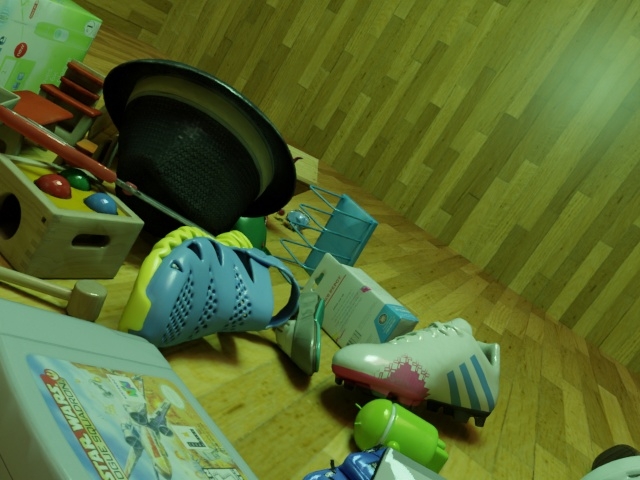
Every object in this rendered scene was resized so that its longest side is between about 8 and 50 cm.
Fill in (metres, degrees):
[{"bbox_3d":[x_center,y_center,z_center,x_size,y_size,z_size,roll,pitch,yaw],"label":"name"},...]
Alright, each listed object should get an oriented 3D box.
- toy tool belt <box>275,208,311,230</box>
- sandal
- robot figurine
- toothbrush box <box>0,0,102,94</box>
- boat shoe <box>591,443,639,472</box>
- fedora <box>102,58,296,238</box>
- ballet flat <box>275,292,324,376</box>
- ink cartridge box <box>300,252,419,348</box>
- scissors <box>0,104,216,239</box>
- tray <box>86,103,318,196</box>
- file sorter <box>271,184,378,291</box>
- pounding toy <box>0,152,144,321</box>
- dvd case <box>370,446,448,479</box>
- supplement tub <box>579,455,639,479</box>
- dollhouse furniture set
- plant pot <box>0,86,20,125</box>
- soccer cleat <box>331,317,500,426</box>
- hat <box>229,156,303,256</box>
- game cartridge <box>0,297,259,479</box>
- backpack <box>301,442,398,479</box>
[{"bbox_3d":[-0.062,-0.051,1.399,0.083,0.052,0.051,28,5,-15],"label":"toy tool belt"},{"bbox_3d":[-0.113,0.060,0.705,0.138,0.126,0.317,30,14,11],"label":"sandal"},{"bbox_3d":[0.089,0.229,0.688,0.115,0.067,0.101,31,12,-2],"label":"robot figurine"},{"bbox_3d":[-0.553,-0.360,1.065,0.122,0.206,0.283,34,12,4],"label":"toothbrush box"},{"bbox_3d":[0.509,0.420,0.954,0.095,0.095,0.257,58,15,5],"label":"boat shoe"},{"bbox_3d":[-0.196,-0.093,0.863,0.334,0.153,0.334,16,-28,9],"label":"fedora"},{"bbox_3d":[-0.031,0.127,0.825,0.068,0.072,0.213,4,13,1],"label":"ballet flat"},{"bbox_3d":[0.056,0.112,0.954,0.061,0.104,0.181,16,21,-51],"label":"ink cartridge box"},{"bbox_3d":[-0.250,-0.071,0.724,0.297,0.021,0.109,34,-5,-14],"label":"scissors"},{"bbox_3d":[-0.223,-0.173,1.186,0.411,0.076,0.202,20,-25,-40],"label":"tray"},{"bbox_3d":[0.000,0.000,1.102,0.104,0.170,0.118,17,20,-37],"label":"file sorter"},{"bbox_3d":[-0.285,-0.010,0.644,0.206,0.094,0.181,38,14,25],"label":"pounding toy"},{"bbox_3d":[0.078,0.262,0.357,0.179,0.030,0.239,27,38,12],"label":"dvd case"},{"bbox_3d":[0.298,0.327,0.439,0.235,0.235,0.325,34,13,8],"label":"supplement tub"},{"bbox_3d":[-0.438,-0.215,0.947,0.262,0.135,0.259,29,13,-11],"label":"dollhouse furniture set"},{"bbox_3d":[-0.475,-0.164,0.766,0.109,0.096,0.109,27,14,-16],"label":"plant pot"},{"bbox_3d":[0.144,0.165,0.836,0.331,0.143,0.116,25,-14,-41],"label":"soccer cleat"},{"bbox_3d":[-0.121,-0.079,1.073,0.173,0.184,0.208,26,14,-27],"label":"hat"},{"bbox_3d":[-0.130,0.153,0.409,0.297,0.062,0.198,41,-2,31],"label":"game cartridge"},{"bbox_3d":[0.027,0.226,0.490,0.098,0.101,0.120,34,15,39],"label":"backpack"}]
